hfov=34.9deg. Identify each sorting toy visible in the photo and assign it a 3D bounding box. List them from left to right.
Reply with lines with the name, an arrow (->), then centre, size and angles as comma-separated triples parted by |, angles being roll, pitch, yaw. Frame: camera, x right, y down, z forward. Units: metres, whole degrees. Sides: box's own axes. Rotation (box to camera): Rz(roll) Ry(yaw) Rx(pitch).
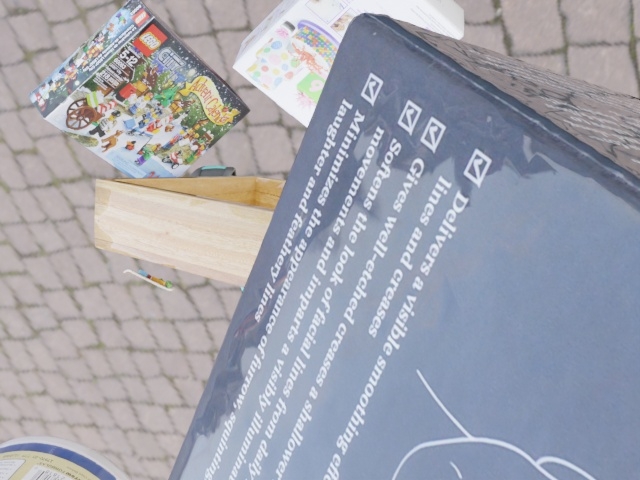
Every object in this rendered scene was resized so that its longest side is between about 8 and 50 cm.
sorting toy -> -0.197, 0.046, 1.200 | 0.062, 0.012, 0.083 | 22, 174, -2

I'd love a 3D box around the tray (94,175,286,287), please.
tray -> 0.000, 0.000, 0.886 | 0.411, 0.202, 0.076 | 11, 101, 45

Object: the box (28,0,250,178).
box -> -0.197, -0.156, 1.159 | 0.159, 0.233, 0.044 | -41, 62, 5

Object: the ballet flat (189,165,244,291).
ballet flat -> -0.102, 0.006, 1.524 | 0.096, 0.095, 0.280 | -20, 120, 19

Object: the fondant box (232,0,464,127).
fondant box -> 0.047, -0.344, 1.742 | 0.238, 0.096, 0.330 | 37, 125, -22

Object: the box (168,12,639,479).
box -> 0.132, 0.124, 0.419 | 0.395, 0.212, 0.294 | 48, 121, 49

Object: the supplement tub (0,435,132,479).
supplement tub -> -0.305, 0.350, 0.934 | 0.228, 0.316, 0.228 | 5, 111, 14
